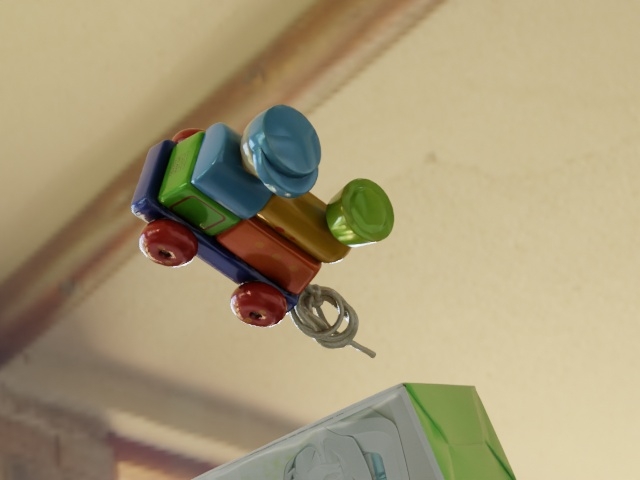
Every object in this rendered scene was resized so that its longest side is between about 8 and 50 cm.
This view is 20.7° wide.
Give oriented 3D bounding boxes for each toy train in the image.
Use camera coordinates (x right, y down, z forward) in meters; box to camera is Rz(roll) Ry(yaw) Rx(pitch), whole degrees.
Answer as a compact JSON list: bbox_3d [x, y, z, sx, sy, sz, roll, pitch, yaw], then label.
[{"bbox_3d":[0.000,0.000,1.262,0.248,0.105,0.143,36,-39,-28],"label":"toy train"}]

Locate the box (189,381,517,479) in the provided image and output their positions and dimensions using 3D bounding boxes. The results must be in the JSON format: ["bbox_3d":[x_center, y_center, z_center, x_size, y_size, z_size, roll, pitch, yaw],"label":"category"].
[{"bbox_3d":[0.033,0.227,1.601,0.231,0.127,0.262,-27,-13,14],"label":"box"}]
